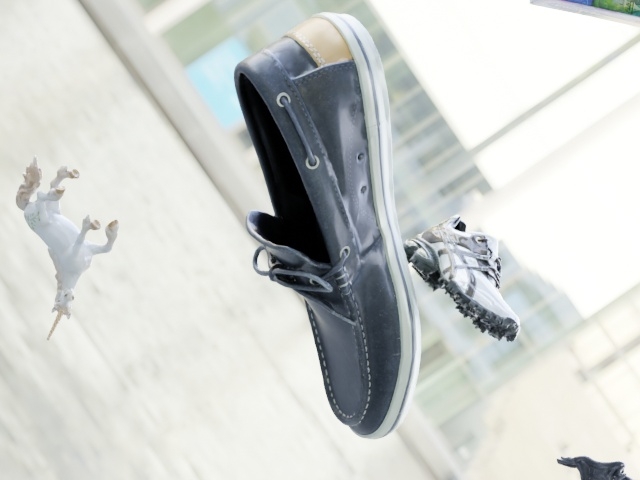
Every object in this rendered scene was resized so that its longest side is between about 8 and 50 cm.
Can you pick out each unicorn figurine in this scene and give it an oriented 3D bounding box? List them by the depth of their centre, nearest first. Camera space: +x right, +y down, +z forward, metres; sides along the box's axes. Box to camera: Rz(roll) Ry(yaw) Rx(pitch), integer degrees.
[{"bbox_3d":[-0.257,0.001,1.761,0.060,0.111,0.162,-4,58,-47],"label":"unicorn figurine"}]

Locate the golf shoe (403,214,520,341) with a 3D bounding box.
[{"bbox_3d":[0.174,0.035,1.968,0.198,0.094,0.077,45,-7,43],"label":"golf shoe"}]

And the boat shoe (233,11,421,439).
[{"bbox_3d":[0.000,0.000,1.931,0.187,0.156,0.500,32,-44,55],"label":"boat shoe"}]

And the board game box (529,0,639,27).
[{"bbox_3d":[0.435,-0.407,2.090,0.318,0.318,0.066,10,-2,-8],"label":"board game box"}]

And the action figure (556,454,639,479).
[{"bbox_3d":[0.312,0.400,2.033,0.164,0.275,0.141,25,-23,-32],"label":"action figure"}]
